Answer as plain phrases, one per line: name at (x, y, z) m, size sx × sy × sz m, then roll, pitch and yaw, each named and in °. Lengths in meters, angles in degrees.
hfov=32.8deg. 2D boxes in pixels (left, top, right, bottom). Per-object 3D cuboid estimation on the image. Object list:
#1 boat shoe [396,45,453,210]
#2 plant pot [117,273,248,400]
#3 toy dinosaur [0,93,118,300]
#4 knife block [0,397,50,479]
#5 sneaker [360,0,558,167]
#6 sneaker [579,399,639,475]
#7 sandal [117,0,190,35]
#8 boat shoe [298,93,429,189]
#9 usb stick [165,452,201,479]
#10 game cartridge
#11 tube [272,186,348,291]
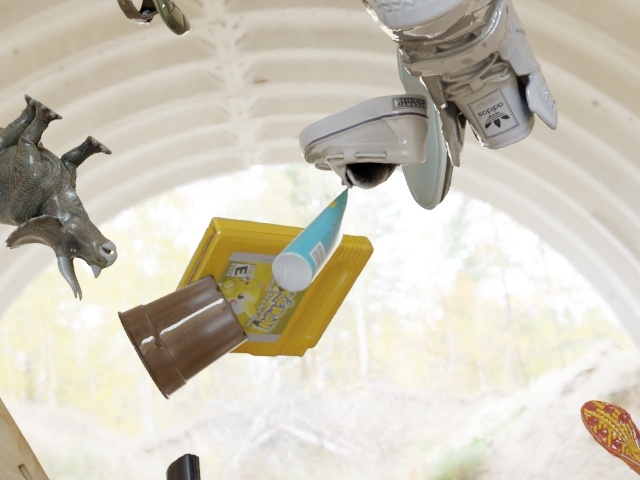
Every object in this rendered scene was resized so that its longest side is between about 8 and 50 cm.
boat shoe at (0.187, -0.197, 1.716) m, size 0.091 × 0.302 × 0.114 m, roll -18°, pitch 30°, yaw -31°
plant pot at (-0.218, 0.147, 1.769) m, size 0.165 × 0.167 × 0.167 m, roll -30°, pitch -13°, yaw -6°
toy dinosaur at (-0.338, -0.075, 1.220) m, size 0.314 × 0.160 × 0.121 m, roll 29°, pitch -5°, yaw 38°
knife block at (-0.233, 0.115, 0.636) m, size 0.088 × 0.275 × 0.242 m, roll -33°, pitch 23°, yaw -20°
sneaker at (0.150, -0.182, 1.067) m, size 0.137 × 0.210 × 0.366 m, roll -21°, pitch 8°, yaw 15°
sneaker at (0.418, 0.283, 1.463) m, size 0.064 × 0.175 × 0.067 m, roll -45°, pitch -12°, yaw -21°
sandal at (-0.343, -0.456, 2.049) m, size 0.086 × 0.303 × 0.120 m, roll -47°, pitch -38°, yaw -1°
boat shoe at (0.051, -0.102, 1.273) m, size 0.096 × 0.088 × 0.267 m, roll -1°, pitch -6°, yaw -27°
usb stick at (-0.216, 0.470, 1.769) m, size 0.045 × 0.278 × 0.077 m, roll 30°, pitch -61°, yaw -32°
game cartridge at (-0.098, 0.094, 1.921) m, size 0.324 × 0.052 × 0.285 m, roll 7°, pitch -53°, yaw -33°
tube at (0.000, 0.000, 1.394) m, size 0.052 × 0.080 × 0.207 m, roll 21°, pitch 28°, yaw 12°
